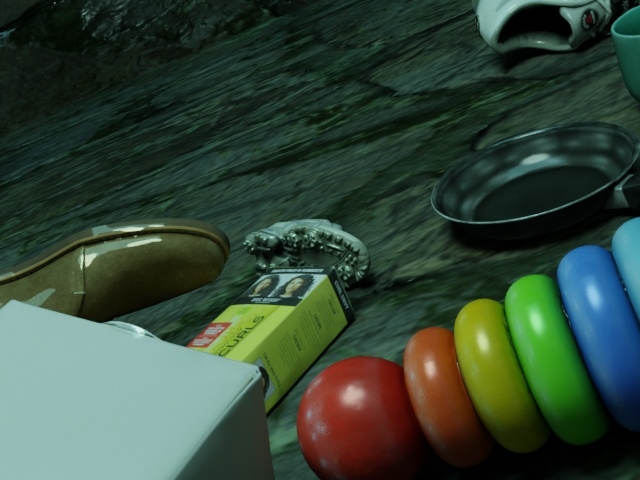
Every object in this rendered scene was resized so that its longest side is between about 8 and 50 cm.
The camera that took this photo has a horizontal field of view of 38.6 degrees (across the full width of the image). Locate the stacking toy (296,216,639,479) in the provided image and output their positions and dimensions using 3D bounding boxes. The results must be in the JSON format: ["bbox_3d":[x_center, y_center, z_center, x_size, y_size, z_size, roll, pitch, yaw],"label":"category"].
[{"bbox_3d":[0.136,0.070,0.557,0.330,0.141,0.141,-22,22,18],"label":"stacking toy"}]

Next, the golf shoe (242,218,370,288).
[{"bbox_3d":[0.000,0.000,0.923,0.086,0.069,0.176,-31,24,-33],"label":"golf shoe"}]

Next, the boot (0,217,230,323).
[{"bbox_3d":[-0.219,0.069,0.790,0.305,0.112,0.115,-17,53,0],"label":"boot"}]

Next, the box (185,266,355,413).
[{"bbox_3d":[-0.071,0.107,0.757,0.087,0.058,0.232,-1,32,42],"label":"box"}]

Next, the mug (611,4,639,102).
[{"bbox_3d":[0.378,-0.198,0.944,0.130,0.097,0.157,-11,25,29],"label":"mug"}]

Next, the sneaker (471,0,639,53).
[{"bbox_3d":[0.376,-0.323,1.237,0.331,0.122,0.146,-15,42,18],"label":"sneaker"}]

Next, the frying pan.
[{"bbox_3d":[0.256,-0.063,0.825,0.326,0.053,0.197,-5,28,34],"label":"frying pan"}]

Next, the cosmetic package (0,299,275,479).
[{"bbox_3d":[-0.191,0.206,0.467,0.197,0.155,0.365,13,36,25],"label":"cosmetic package"}]
